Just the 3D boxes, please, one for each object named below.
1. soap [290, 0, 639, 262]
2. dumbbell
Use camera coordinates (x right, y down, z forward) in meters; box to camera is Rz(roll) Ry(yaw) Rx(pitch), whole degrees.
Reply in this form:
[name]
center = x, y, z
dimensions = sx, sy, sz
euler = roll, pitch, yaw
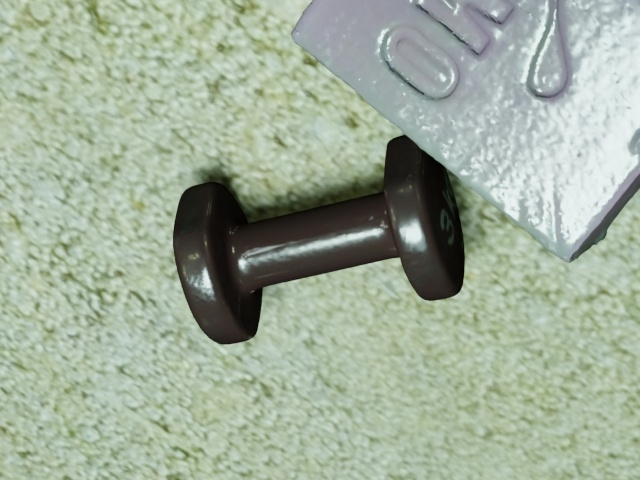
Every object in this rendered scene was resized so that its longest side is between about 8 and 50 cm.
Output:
[soap]
center = 0.172, -0.181, 1.455
dimensions = 0.285, 0.107, 0.296
euler = 38, 114, 10
[dumbbell]
center = 0.000, 0.000, 1.622
dimensions = 0.225, 0.140, 0.124
euler = -14, 127, 14
